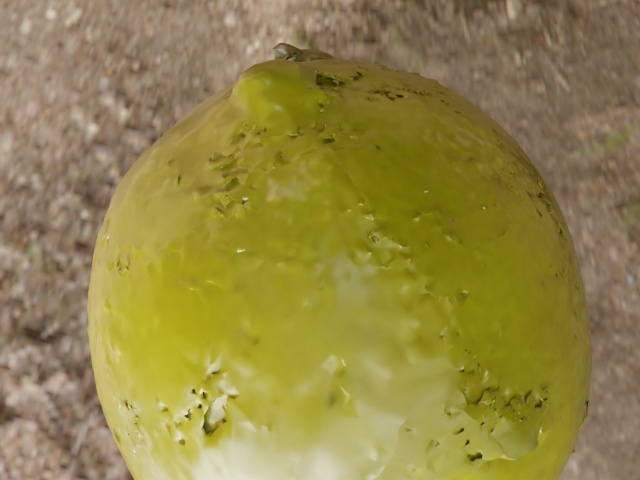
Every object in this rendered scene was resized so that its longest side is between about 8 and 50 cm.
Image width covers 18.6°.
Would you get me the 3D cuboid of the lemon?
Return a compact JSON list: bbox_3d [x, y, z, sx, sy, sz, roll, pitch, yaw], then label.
[{"bbox_3d":[0.008,0.035,0.663,0.173,0.173,0.206,-19,95,10],"label":"lemon"}]
